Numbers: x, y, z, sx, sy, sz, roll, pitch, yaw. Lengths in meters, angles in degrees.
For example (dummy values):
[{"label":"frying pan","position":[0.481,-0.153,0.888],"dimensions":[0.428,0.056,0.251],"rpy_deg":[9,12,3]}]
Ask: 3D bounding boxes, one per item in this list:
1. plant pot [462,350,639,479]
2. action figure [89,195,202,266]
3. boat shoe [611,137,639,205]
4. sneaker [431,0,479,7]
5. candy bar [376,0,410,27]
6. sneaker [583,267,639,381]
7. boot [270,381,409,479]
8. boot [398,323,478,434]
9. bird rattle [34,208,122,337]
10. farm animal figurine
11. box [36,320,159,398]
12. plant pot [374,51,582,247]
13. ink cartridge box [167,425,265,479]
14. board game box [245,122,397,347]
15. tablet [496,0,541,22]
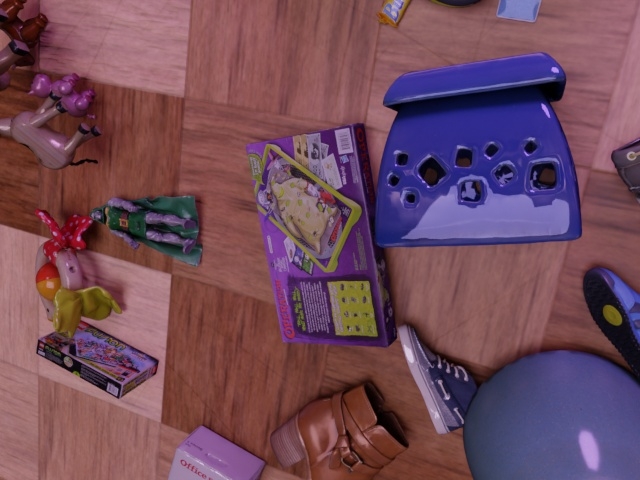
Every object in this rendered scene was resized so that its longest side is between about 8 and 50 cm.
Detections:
[{"label":"plant pot","position":[0.347,0.323,0.761],"dimensions":[0.290,0.195,0.290],"rpy_deg":[3,104,11]},{"label":"action figure","position":[-0.334,-0.032,1.048],"dimensions":[0.232,0.063,0.137],"rpy_deg":[11,109,22]},{"label":"boat shoe","position":[0.504,-0.152,0.660],"dimensions":[0.305,0.109,0.091],"rpy_deg":[-37,92,28]},{"label":"sneaker","position":[0.109,-0.422,0.717],"dimensions":[0.300,0.121,0.111],"rpy_deg":[45,110,-6]},{"label":"candy bar","position":[0.132,-0.382,0.802],"dimensions":[0.040,0.018,0.161],"rpy_deg":[35,112,11]},{"label":"sneaker","position":[0.450,0.121,0.779],"dimensions":[0.082,0.069,0.209],"rpy_deg":[-28,76,-16]},{"label":"boot","position":[0.068,0.396,0.977],"dimensions":[0.220,0.109,0.283],"rpy_deg":[-35,81,21]},{"label":"boot","position":[0.195,0.211,0.899],"dimensions":[0.086,0.069,0.190],"rpy_deg":[-23,96,11]},{"label":"bird rattle","position":[-0.519,0.067,1.110],"dimensions":[0.207,0.143,0.253],"rpy_deg":[-24,90,41]},{"label":"farm animal figurine","position":[-0.558,-0.278,0.940],"dimensions":[0.172,0.327,0.330],"rpy_deg":[-33,71,13]},{"label":"box","position":[-0.443,0.232,1.121],"dimensions":[0.207,0.114,0.036],"rpy_deg":[22,109,15]},{"label":"plant pot","position":[0.205,-0.111,0.725],"dimensions":[0.236,0.236,0.212],"rpy_deg":[-2,96,23]},{"label":"ink cartridge box","position":[-0.219,0.503,1.107],"dimensions":[0.160,0.092,0.219],"rpy_deg":[25,110,14]},{"label":"board game box","position":[0.000,0.000,0.910],"dimensions":[0.208,0.056,0.346],"rpy_deg":[-4,101,29]},{"label":"tablet","position":[0.275,-0.342,0.761],"dimensions":[0.054,0.006,0.083],"rpy_deg":[16,107,18]}]
